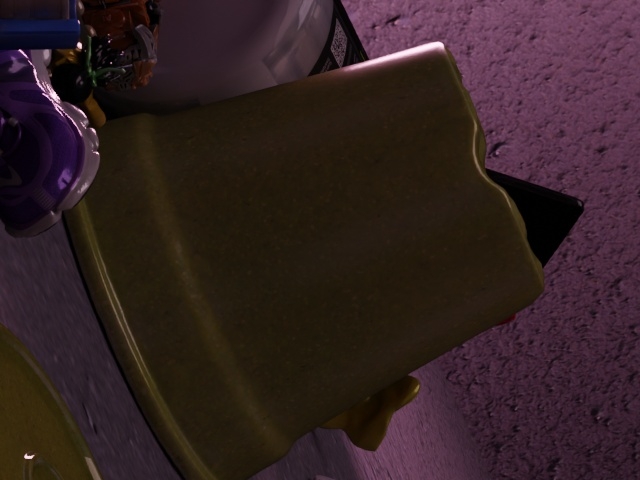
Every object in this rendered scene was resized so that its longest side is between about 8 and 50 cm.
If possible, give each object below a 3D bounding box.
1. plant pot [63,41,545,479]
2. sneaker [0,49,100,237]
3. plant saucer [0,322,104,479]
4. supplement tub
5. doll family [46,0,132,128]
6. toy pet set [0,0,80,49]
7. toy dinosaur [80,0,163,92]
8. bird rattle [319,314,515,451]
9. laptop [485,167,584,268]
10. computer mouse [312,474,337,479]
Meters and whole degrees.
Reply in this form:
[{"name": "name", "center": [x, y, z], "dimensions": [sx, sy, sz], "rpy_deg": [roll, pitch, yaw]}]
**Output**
[{"name": "plant pot", "center": [0.000, 0.000, 1.295], "dimensions": [0.276, 0.254, 0.276], "rpy_deg": [-22, 90, -84]}, {"name": "sneaker", "center": [-0.171, -0.070, 1.035], "dimensions": [0.071, 0.068, 0.170], "rpy_deg": [36, 20, -50]}, {"name": "plant saucer", "center": [-0.118, 0.122, 0.804], "dimensions": [0.241, 0.037, 0.241], "rpy_deg": [-23, 90, -85]}, {"name": "supplement tub", "center": [-0.052, -0.103, 1.524], "dimensions": [0.316, 0.194, 0.193], "rpy_deg": [58, 11, -56]}, {"name": "doll family", "center": [-0.165, -0.128, 1.159], "dimensions": [0.111, 0.076, 0.193], "rpy_deg": [-103, 167, -62]}, {"name": "toy pet set", "center": [-0.179, -0.128, 1.000], "dimensions": [0.122, 0.114, 0.065], "rpy_deg": [-103, -165, -50]}, {"name": "toy dinosaur", "center": [-0.147, -0.268, 1.299], "dimensions": [0.218, 0.164, 0.321], "rpy_deg": [-88, -171, -66]}, {"name": "bird rattle", "center": [0.062, 0.060, 1.806], "dimensions": [0.207, 0.253, 0.143], "rpy_deg": [31, 25, -37]}, {"name": "laptop", "center": [0.058, -0.133, 1.995], "dimensions": [0.382, 0.408, 0.236], "rpy_deg": [107, 1, -72]}, {"name": "computer mouse", "center": [0.037, 0.272, 1.659], "dimensions": [0.106, 0.042, 0.193], "rpy_deg": [58, 11, -53]}]
